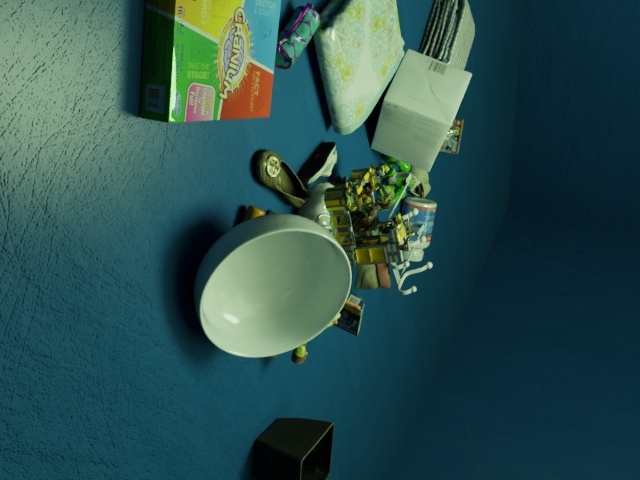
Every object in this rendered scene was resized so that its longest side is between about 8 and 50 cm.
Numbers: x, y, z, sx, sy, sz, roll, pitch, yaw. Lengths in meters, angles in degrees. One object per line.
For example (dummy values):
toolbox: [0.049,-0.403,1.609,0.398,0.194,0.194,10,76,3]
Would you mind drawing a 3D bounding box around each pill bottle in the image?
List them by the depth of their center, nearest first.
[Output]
pill bottle: [0.351,-0.041,2.438,0.124,0.124,0.221,-21,122,-61]

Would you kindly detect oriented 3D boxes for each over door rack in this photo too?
over door rack: [0.276,-0.030,2.031,0.324,0.108,0.239,-72,150,-45]

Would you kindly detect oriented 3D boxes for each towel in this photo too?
towel: [0.101,-0.507,1.699,0.374,0.090,0.320,-60,149,-30]
towel: [0.438,-0.676,2.284,0.235,0.121,0.283,35,70,-66]

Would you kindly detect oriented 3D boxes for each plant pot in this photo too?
plant pot: [-0.081,0.598,1.826,0.188,0.167,0.187,-33,132,-55]

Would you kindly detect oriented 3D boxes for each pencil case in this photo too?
pencil case: [-0.057,-0.437,1.420,0.070,0.064,0.151,95,20,-60]

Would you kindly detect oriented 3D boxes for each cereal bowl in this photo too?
cereal bowl: [-0.111,0.079,1.402,0.339,0.141,0.339,-14,130,-17]

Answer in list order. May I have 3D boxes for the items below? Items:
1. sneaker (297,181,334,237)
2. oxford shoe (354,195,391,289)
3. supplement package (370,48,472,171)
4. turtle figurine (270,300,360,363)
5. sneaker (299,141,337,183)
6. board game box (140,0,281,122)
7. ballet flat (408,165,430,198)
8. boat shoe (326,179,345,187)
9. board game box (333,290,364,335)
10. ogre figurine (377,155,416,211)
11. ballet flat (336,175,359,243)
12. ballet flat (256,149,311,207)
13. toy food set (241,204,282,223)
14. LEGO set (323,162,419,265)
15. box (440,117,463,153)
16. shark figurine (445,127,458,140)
sneaker: [0.000,0.000,1.677,0.111,0.129,0.297,7,96,-28]
oxford shoe: [0.119,-0.010,1.976,0.123,0.130,0.348,-61,139,-75]
supplement package: [0.289,-0.376,1.943,0.262,0.199,0.198,101,13,-66]
turtle figurine: [-0.046,0.218,1.648,0.087,0.270,0.217,-104,-154,-46]
sneaker: [0.003,-0.182,1.698,0.161,0.057,0.075,-58,145,-38]
board game box: [-0.189,-0.341,1.194,0.316,0.064,0.242,-23,124,-60]
ballet flat: [0.351,-0.217,2.408,0.086,0.086,0.248,-69,156,-13]
boat shoe: [0.025,-0.121,1.789,0.153,0.056,0.048,-39,146,-51]
board game box: [0.031,0.185,1.859,0.060,0.194,0.194,-58,164,-32]
ogre figurine: [0.246,-0.200,2.175,0.118,0.097,0.197,-16,103,-42]
ballet flat: [0.077,-0.077,1.894,0.072,0.068,0.213,-81,180,-77]
ballet flat: [-0.080,-0.138,1.545,0.084,0.058,0.250,-70,155,-14]
toy food set: [-0.097,-0.002,1.533,0.104,0.111,0.232,-64,157,6]
LEGO set: [0.157,-0.070,1.694,0.331,0.192,0.254,-26,109,-67]
box: [0.504,-0.414,2.593,0.027,0.094,0.137,-28,128,-58]
shark figurine: [0.321,-0.364,2.268,0.278,0.166,0.116,-20,97,-41]
